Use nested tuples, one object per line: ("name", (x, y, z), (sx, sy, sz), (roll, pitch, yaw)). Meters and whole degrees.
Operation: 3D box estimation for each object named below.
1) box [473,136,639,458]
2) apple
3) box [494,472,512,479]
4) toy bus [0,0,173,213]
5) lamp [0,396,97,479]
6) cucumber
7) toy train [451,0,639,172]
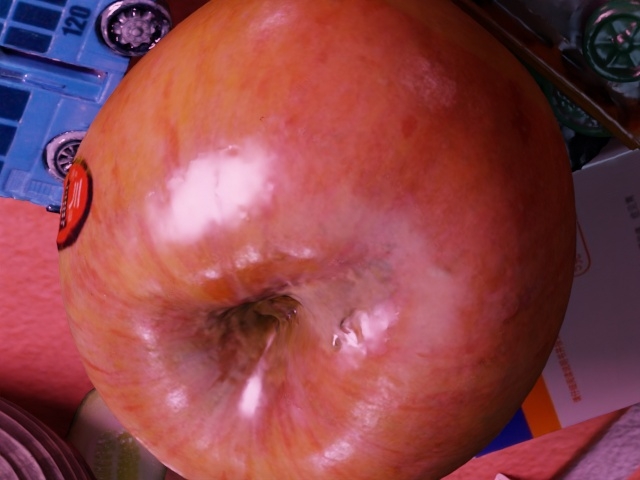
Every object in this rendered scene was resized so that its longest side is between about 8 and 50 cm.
("box", (0.160, -0.004, 1.042), (0.299, 0.106, 0.200), (-20, 131, 5))
("apple", (0.000, 0.000, 0.843), (0.261, 0.194, 0.260), (11, 128, 14))
("box", (0.199, 0.332, 1.326), (0.343, 0.065, 0.200), (35, 87, -35))
("toy bus", (-0.138, -0.112, 0.894), (0.106, 0.090, 0.184), (14, 128, -20))
("lamp", (-0.251, 0.192, 1.062), (0.265, 0.233, 0.233), (-33, 131, 5))
("cucumber", (-0.129, 0.126, 1.150), (0.067, 0.035, 0.107), (7, 125, -4))
("toy train", (0.094, -0.111, 0.906), (0.228, 0.091, 0.136), (39, 121, -13))
